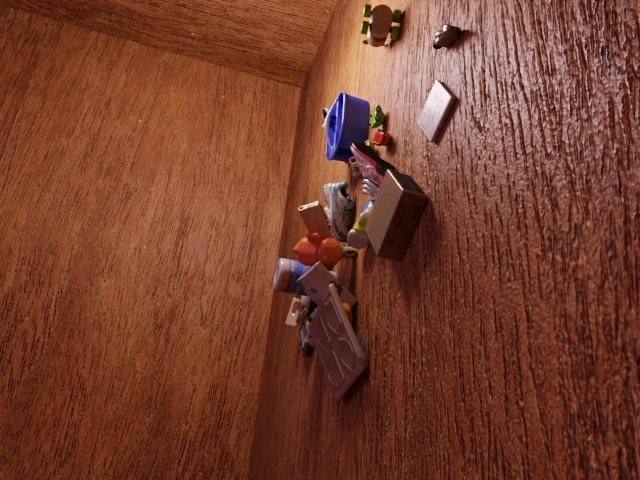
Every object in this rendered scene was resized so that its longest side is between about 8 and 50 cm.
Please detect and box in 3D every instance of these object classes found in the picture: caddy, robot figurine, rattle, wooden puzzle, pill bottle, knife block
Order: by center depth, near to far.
[{"bbox_3d":[0.070,0.373,1.632,0.347,0.081,0.322,109,147,-46],"label":"wooden puzzle"},{"bbox_3d":[-0.008,0.045,1.838,0.220,0.128,0.157,3,91,37],"label":"robot figurine"},{"bbox_3d":[-0.001,-0.031,1.932,0.276,0.088,0.241,29,-138,-83],"label":"knife block"},{"bbox_3d":[-0.069,0.176,2.045,0.152,0.272,0.152,-169,90,-77],"label":"pill bottle"},{"bbox_3d":[0.101,-0.100,2.097,0.130,0.143,0.199,67,-178,-53],"label":"rattle"},{"bbox_3d":[0.104,-0.526,2.106,0.241,0.179,0.341,130,148,-61],"label":"caddy"}]

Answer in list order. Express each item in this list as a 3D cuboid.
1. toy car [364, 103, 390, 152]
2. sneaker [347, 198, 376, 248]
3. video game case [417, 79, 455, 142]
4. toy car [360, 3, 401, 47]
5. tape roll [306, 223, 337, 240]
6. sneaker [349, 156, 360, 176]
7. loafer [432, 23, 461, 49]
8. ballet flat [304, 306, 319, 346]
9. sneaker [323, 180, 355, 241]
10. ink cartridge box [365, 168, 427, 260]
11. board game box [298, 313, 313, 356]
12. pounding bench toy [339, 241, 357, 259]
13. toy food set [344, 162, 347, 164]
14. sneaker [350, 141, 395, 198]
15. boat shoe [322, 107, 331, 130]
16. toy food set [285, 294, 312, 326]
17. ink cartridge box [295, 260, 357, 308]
[{"bbox_3d":[0.229,-0.440,1.809,0.239,0.053,0.224,143,137,-68],"label":"toy car"},{"bbox_3d":[0.176,-0.066,1.707,0.126,0.091,0.240,-66,4,-35],"label":"sneaker"},{"bbox_3d":[0.349,-0.394,1.368,0.157,0.019,0.143,-98,23,-52],"label":"video game case"},{"bbox_3d":[0.246,-0.894,1.930,0.188,0.155,0.148,111,168,-82],"label":"toy car"},{"bbox_3d":[0.000,0.000,2.273,0.286,0.100,0.285,-169,90,-75],"label":"tape roll"},{"bbox_3d":[0.155,-0.336,1.968,0.161,0.076,0.057,128,150,-61],"label":"sneaker"},{"bbox_3d":[0.378,-0.610,1.357,0.148,0.056,0.050,-97,20,-78],"label":"loafer"},{"bbox_3d":[-0.016,0.381,2.087,0.091,0.077,0.240,-145,68,-76],"label":"ballet flat"},{"bbox_3d":[0.094,-0.135,1.990,0.110,0.122,0.282,17,-122,-64],"label":"sneaker"},{"bbox_3d":[0.234,-0.083,1.438,0.193,0.088,0.234,-102,26,-61],"label":"ink cartridge box"},{"bbox_3d":[-0.063,0.474,2.260,0.170,0.048,0.141,-107,33,-63],"label":"board game box"},{"bbox_3d":[0.107,0.053,1.869,0.083,0.065,0.052,114,147,-42],"label":"pounding bench toy"},{"bbox_3d":[0.110,-0.443,2.232,0.019,0.078,0.122,-13,59,40],"label":"toy food set"},{"bbox_3d":[0.172,-0.263,1.707,0.270,0.090,0.144,52,135,45],"label":"sneaker"},{"bbox_3d":[0.053,-0.637,2.554,0.116,0.099,0.319,120,157,-51],"label":"boat shoe"},{"bbox_3d":[-0.103,0.298,2.362,0.306,0.093,0.219,121,170,-55],"label":"toy food set"},{"bbox_3d":[0.021,0.203,1.785,0.092,0.219,0.160,-45,2,-22],"label":"ink cartridge box"}]
